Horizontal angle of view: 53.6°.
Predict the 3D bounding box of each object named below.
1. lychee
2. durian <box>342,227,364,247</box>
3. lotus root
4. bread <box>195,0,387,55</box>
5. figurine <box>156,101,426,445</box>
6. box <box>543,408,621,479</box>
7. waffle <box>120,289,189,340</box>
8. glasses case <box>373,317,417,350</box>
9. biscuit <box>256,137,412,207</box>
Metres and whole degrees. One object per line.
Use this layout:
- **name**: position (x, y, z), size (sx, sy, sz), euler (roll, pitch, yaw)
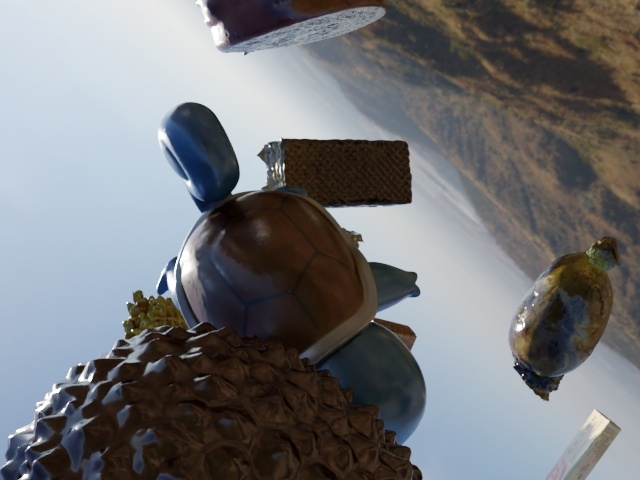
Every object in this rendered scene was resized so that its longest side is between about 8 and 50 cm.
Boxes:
- **lychee**: position (-0.078, 0.210, 0.439), size (0.331, 0.305, 0.306), euler (9, -168, -7)
- **durian**: position (0.001, -0.003, 1.649), size (0.305, 0.196, 0.185), euler (8, 110, 53)
- **lotus root**: position (0.424, 0.127, 1.115), size (0.141, 0.314, 0.169), euler (26, -163, 12)
- **bread**: position (-0.038, -0.409, 1.092), size (0.328, 0.295, 0.114), euler (-30, -70, -55)
- **figurine**: position (-0.041, 0.045, 0.714), size (0.416, 0.298, 0.243), euler (57, 161, 3)
- **box**: position (0.237, 0.200, 0.582), size (0.015, 0.093, 0.058), euler (35, -176, 12)
- **waffle**: position (-0.277, 0.194, 1.126), size (0.197, 0.070, 0.193), euler (60, -151, -44)
- **glasses case**: position (0.079, 0.235, 1.028), size (0.075, 0.218, 0.049), euler (17, -167, -21)
- **biscuit**: position (0.027, -0.103, 0.997), size (0.252, 0.106, 0.070), euler (-3, 180, -28)
